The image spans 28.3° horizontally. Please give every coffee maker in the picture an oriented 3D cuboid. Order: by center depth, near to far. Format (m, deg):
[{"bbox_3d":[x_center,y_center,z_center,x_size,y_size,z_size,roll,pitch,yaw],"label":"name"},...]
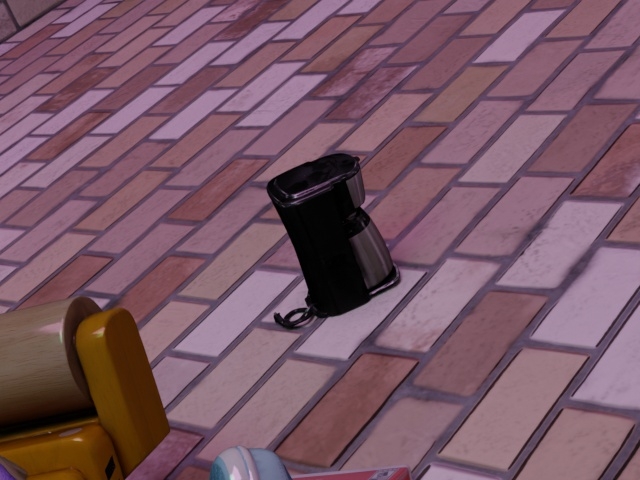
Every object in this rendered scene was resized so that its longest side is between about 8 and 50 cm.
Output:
[{"bbox_3d":[0.000,0.000,1.633,0.171,0.178,0.120,-38,30,-27],"label":"coffee maker"}]

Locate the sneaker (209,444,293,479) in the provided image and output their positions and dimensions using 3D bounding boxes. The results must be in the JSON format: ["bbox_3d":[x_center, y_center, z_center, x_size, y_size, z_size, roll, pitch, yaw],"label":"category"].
[{"bbox_3d":[0.050,0.279,0.985,0.208,0.318,0.127,-22,4,-16],"label":"sneaker"}]

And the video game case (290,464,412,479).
[{"bbox_3d":[-0.051,0.276,1.212,0.204,0.025,0.285,-10,5,24],"label":"video game case"}]

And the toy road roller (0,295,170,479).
[{"bbox_3d":[-0.277,0.238,1.257,0.203,0.329,0.240,-14,6,16],"label":"toy road roller"}]

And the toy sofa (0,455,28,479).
[{"bbox_3d":[-0.246,0.297,1.001,0.363,0.177,0.150,33,81,39],"label":"toy sofa"}]
